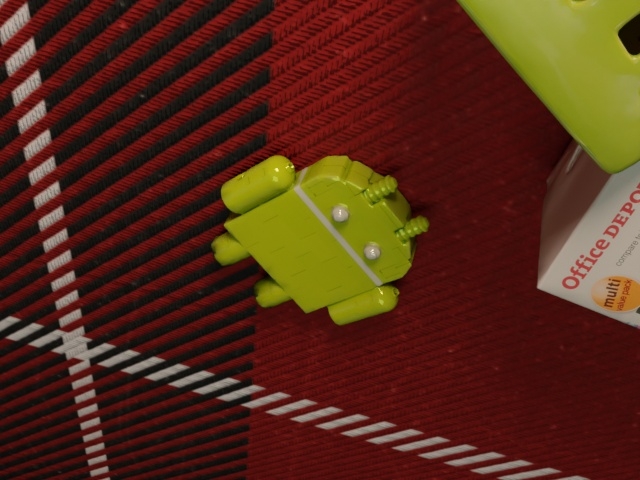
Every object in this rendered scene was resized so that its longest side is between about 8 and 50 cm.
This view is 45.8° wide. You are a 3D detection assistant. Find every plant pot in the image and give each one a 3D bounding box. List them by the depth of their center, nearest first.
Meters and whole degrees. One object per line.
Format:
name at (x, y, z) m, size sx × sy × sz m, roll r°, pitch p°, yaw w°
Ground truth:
plant pot at (0.220, -0.224, 0.525) m, size 0.207 × 0.227 × 0.228 m, roll -33°, pitch 114°, yaw 32°

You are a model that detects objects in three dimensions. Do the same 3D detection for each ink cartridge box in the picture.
ink cartridge box at (0.334, -0.023, 0.663) m, size 0.233 × 0.168 × 0.171 m, roll 22°, pitch 134°, yaw 2°

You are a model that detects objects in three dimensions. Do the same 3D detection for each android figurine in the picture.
android figurine at (0.000, 0.000, 0.910) m, size 0.273 × 0.056 × 0.248 m, roll -22°, pitch 120°, yaw 35°
